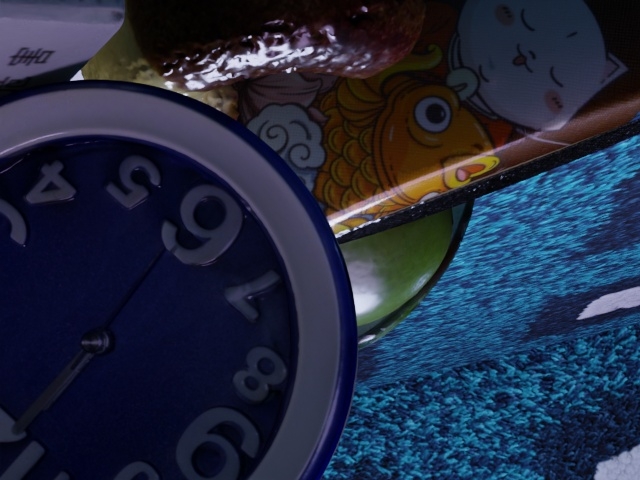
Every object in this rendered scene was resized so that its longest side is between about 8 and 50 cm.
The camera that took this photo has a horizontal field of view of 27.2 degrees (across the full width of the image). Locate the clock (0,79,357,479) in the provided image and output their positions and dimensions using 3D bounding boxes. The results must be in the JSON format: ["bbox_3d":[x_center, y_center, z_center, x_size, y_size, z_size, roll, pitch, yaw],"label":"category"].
[{"bbox_3d":[-0.097,0.046,0.599,0.230,0.230,0.083,-14,174,3],"label":"clock"}]

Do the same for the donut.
[{"bbox_3d":[-0.055,-0.110,0.697,0.217,0.085,0.141,-23,164,39],"label":"donut"}]

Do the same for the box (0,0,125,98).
[{"bbox_3d":[-0.276,-0.089,0.547,0.330,0.095,0.210,-5,164,-36],"label":"box"}]

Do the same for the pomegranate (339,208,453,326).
[{"bbox_3d":[0.033,-0.043,0.903,0.224,0.181,0.181,-33,167,-7],"label":"pomegranate"}]

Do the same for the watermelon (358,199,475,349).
[{"bbox_3d":[0.000,0.000,1.093,0.305,0.180,0.224,-18,-150,2],"label":"watermelon"}]

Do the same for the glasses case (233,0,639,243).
[{"bbox_3d":[0.094,-0.095,0.772,0.321,0.122,0.082,-21,155,2],"label":"glasses case"}]
